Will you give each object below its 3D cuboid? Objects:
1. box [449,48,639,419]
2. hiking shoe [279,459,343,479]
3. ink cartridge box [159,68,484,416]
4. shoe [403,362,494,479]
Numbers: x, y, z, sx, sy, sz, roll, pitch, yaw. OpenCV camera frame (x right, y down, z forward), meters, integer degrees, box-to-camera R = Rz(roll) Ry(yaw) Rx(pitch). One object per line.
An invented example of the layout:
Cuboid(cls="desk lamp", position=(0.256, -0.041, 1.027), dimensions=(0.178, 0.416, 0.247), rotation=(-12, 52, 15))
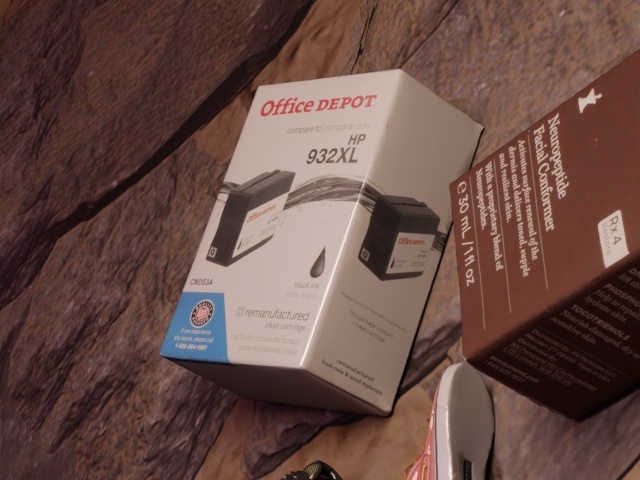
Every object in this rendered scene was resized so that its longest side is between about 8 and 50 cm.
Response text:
Cuboid(cls="box", position=(0.277, -0.039, 1.265), dimensions=(0.381, 0.143, 0.191), rotation=(-36, 39, 34))
Cuboid(cls="hiking shoe", position=(-0.024, 0.260, 1.544), dimensions=(0.227, 0.086, 0.114), rotation=(6, 57, 51))
Cuboid(cls="ink cartridge box", position=(0.000, 0.000, 1.634), dimensions=(0.223, 0.129, 0.307), rotation=(0, 65, 49))
Cuboid(cls="shoe", position=(0.097, 0.193, 1.415), dimensions=(0.081, 0.063, 0.178), rotation=(-23, 52, 40))
